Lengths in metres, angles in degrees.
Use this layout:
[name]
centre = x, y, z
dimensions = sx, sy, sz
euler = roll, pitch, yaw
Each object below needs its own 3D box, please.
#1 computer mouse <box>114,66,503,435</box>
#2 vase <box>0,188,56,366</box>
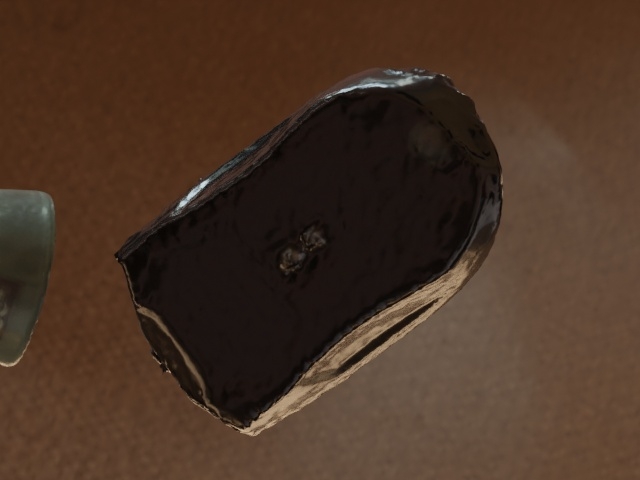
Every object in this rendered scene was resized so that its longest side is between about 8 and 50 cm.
[computer mouse]
centre = 0.000, 0.000, 0.921
dimensions = 0.122, 0.217, 0.073
euler = 57, 25, 7
[vase]
centre = -0.256, 0.000, 1.010
dimensions = 0.219, 0.096, 0.096
euler = 12, 42, -19
